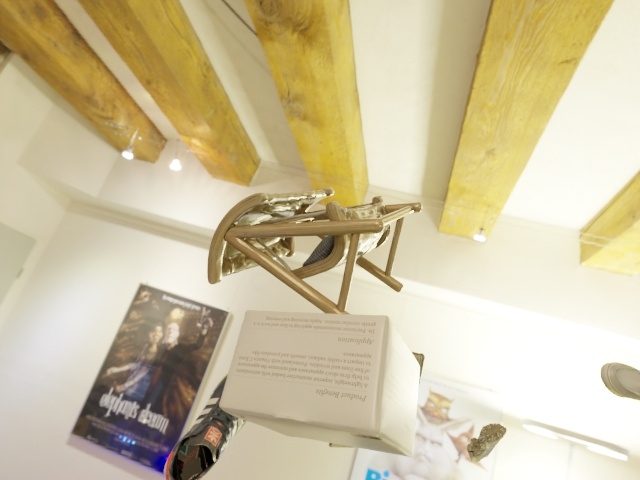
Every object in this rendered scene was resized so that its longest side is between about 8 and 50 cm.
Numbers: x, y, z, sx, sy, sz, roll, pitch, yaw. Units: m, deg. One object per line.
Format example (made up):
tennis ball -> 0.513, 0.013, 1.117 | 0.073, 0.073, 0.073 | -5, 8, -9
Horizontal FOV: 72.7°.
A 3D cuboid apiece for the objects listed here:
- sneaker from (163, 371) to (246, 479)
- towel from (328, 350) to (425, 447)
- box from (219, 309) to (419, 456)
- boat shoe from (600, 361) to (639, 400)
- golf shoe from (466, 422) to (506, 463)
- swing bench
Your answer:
sneaker -> -0.269, 0.487, 1.136 | 0.131, 0.350, 0.148 | 34, -22, -2
towel -> 0.155, 0.466, 1.303 | 0.323, 0.313, 0.056 | 15, 1, -22
box -> 0.012, 0.173, 0.524 | 0.180, 0.119, 0.182 | -2, -32, 24
boat shoe -> 0.747, 0.329, 0.984 | 0.227, 0.080, 0.081 | 22, -24, -10
golf shoe -> 0.592, 0.723, 1.552 | 0.069, 0.176, 0.086 | 34, -38, 55
swing bench -> 0.000, 0.000, 0.700 | 0.254, 0.166, 0.253 | 16, 15, 21
